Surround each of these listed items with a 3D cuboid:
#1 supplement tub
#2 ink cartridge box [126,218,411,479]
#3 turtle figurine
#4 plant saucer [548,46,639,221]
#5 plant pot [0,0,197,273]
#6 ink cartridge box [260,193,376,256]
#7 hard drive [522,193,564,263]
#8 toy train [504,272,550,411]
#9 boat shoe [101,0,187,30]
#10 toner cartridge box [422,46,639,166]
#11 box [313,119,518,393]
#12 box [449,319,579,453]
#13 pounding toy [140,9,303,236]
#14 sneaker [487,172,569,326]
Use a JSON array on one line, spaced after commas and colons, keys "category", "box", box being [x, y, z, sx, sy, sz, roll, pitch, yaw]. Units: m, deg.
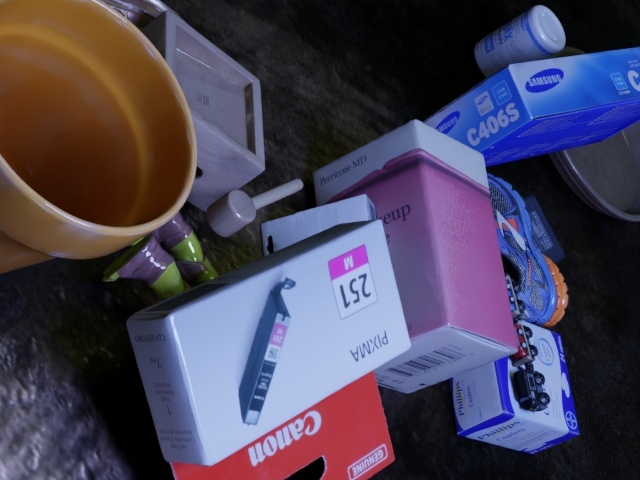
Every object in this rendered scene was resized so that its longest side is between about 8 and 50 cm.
[{"category": "supplement tub", "box": [0.268, -0.262, 1.766, 0.071, 0.107, 0.071, 28, 48, -36]}, {"category": "ink cartridge box", "box": [-0.022, 0.133, 1.125, 0.275, 0.060, 0.239, -24, 103, -46]}, {"category": "turtle figurine", "box": [-0.091, 0.081, 1.162, 0.217, 0.087, 0.269, 48, 40, -15]}, {"category": "plant saucer", "box": [0.395, -0.149, 1.893, 0.278, 0.041, 0.278, 28, 48, -35]}, {"category": "plant pot", "box": [-0.232, -0.063, 1.013, 0.205, 0.188, 0.205, 26, 50, -35]}, {"category": "ink cartridge box", "box": [0.000, 0.000, 1.310, 0.029, 0.115, 0.063, 47, 32, -59]}, {"category": "hard drive", "box": [0.251, 0.000, 1.651, 0.135, 0.022, 0.094, -23, 85, -52]}, {"category": "toy train", "box": [0.212, 0.109, 1.419, 0.036, 0.027, 0.158, 5, 62, -34]}, {"category": "boat shoe", "box": [-0.204, -0.217, 1.255, 0.178, 0.064, 0.060, 25, 81, -35]}, {"category": "toner cartridge box", "box": [0.304, -0.169, 1.662, 0.348, 0.165, 0.075, -14, 76, -43]}, {"category": "box", "box": [0.094, 0.019, 1.353, 0.127, 0.148, 0.232, 22, 52, -45]}, {"category": "box", "box": [0.212, 0.159, 1.467, 0.137, 0.072, 0.126, 19, 53, -40]}, {"category": "pounding toy", "box": [-0.109, -0.076, 1.225, 0.181, 0.094, 0.206, 35, 35, -36]}, {"category": "sneaker", "box": [0.203, 0.004, 1.526, 0.087, 0.083, 0.221, -4, 52, -41]}]
